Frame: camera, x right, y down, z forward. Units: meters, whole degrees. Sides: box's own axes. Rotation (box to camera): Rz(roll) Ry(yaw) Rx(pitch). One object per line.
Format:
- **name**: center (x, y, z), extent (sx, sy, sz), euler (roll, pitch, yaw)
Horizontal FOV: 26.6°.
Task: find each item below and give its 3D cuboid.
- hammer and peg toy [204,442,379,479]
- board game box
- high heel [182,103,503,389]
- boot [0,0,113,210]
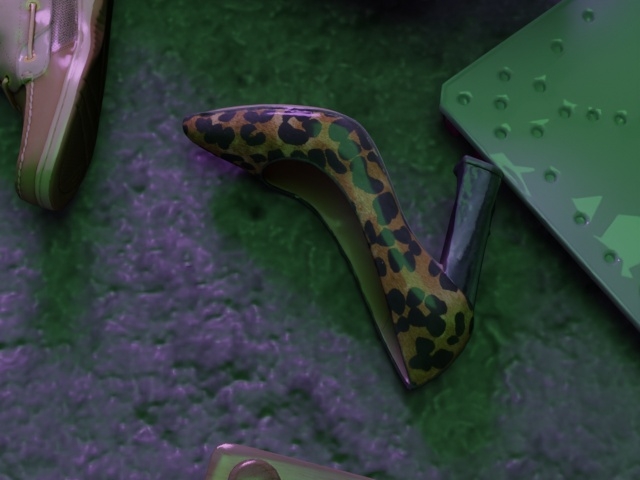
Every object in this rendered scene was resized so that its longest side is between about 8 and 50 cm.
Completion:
- **hammer and peg toy**: center (0.072, 0.292, 0.903), extent (0.361, 0.127, 0.266), euler (13, 65, 1)
- **board game box**: center (0.359, -0.075, 1.120), extent (0.390, 0.050, 0.390), euler (-36, 75, -17)
- **high heel**: center (0.000, 0.000, 1.041), extent (0.261, 0.093, 0.186), euler (15, 74, 3)
- **boot**: center (-0.274, -0.149, 1.070), extent (0.203, 0.095, 0.262), euler (5, 66, -4)
